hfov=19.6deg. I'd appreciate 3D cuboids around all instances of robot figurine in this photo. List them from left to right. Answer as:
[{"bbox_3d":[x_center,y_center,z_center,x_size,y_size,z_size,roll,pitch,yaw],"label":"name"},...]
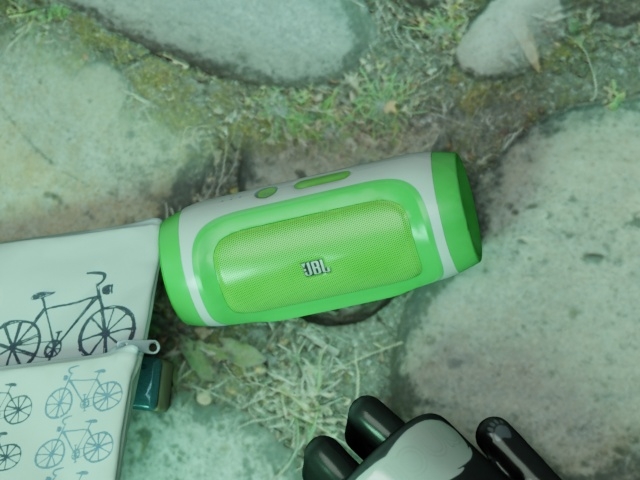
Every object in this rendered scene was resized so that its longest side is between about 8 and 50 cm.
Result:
[{"bbox_3d":[0.106,0.273,1.708,0.278,0.173,0.209,43,110,15],"label":"robot figurine"}]

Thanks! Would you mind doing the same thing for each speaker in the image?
[{"bbox_3d":[0.000,0.000,1.792,0.296,0.131,0.131,-13,79,11],"label":"speaker"}]

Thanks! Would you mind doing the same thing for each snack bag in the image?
[{"bbox_3d":[-0.307,0.127,1.789,0.323,0.037,0.343,-7,54,23],"label":"snack bag"}]

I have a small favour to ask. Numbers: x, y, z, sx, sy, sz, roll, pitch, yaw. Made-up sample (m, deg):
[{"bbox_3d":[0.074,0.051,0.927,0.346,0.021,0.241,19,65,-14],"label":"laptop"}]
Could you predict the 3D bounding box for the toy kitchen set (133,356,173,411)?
[{"bbox_3d":[-0.234,0.208,1.793,0.122,0.166,0.207,4,83,13],"label":"toy kitchen set"}]
